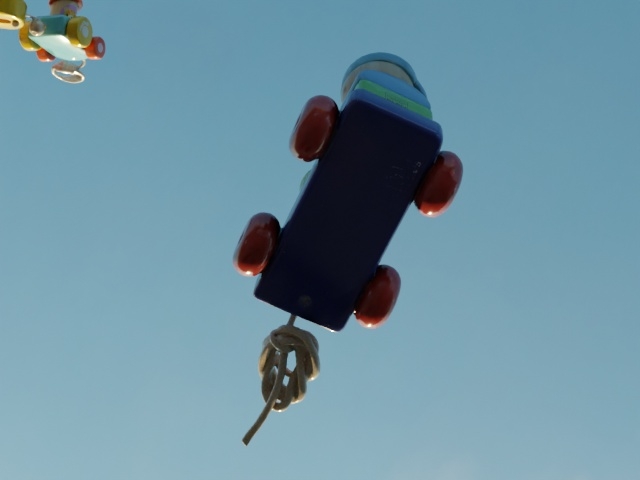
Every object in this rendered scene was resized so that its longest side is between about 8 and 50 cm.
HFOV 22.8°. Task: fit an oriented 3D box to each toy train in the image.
[{"bbox_3d":[-0.257,-0.179,1.286,0.166,0.046,0.125,14,-16,-25],"label":"toy train"},{"bbox_3d":[0.000,0.000,1.041,0.105,0.143,0.248,24,-65,-7],"label":"toy train"}]
